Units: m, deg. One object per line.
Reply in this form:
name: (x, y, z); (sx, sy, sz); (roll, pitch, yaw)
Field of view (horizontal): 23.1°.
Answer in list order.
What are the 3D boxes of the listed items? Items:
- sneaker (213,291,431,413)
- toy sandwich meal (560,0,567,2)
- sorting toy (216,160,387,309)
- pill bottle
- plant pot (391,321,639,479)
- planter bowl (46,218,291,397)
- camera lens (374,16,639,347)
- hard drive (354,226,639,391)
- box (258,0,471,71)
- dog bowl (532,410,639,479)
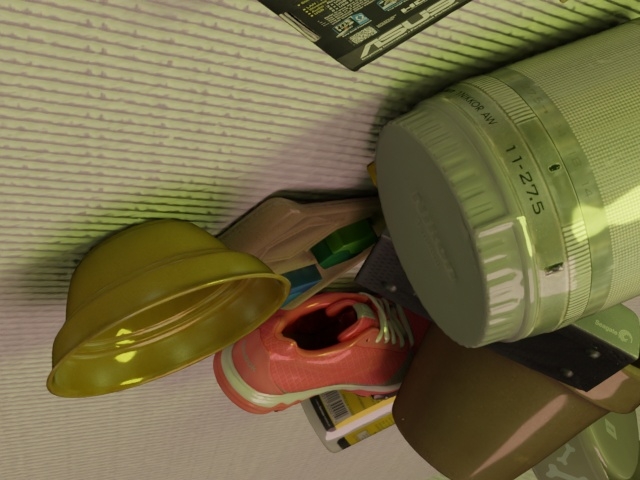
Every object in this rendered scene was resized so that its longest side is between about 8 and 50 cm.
sneaker: (0.041, 0.109, 1.726); (0.314, 0.116, 0.136); (-12, 158, -37)
toy sandwich meal: (0.204, -0.207, 1.148); (0.086, 0.029, 0.085); (-23, 163, -7)
sorting toy: (0.000, 0.000, 1.462); (0.307, 0.041, 0.229); (-36, 161, 31)
pill bottle: (0.081, 0.170, 1.960); (0.209, 0.119, 0.119); (-27, 163, 5)
plant pot: (0.205, 0.147, 1.710); (0.229, 0.263, 0.263); (-53, 155, 15)
planter bowl: (-0.141, 0.043, 1.305); (0.217, 0.090, 0.217); (-23, 164, -7)
camera lens: (0.210, -0.050, 1.302); (0.274, 0.219, 0.219); (-21, 163, -15)
hard drive: (0.165, 0.054, 1.465); (0.172, 0.255, 0.054); (115, 1, -71)
box: (0.113, -0.251, 0.774); (0.395, 0.097, 0.318); (-30, 165, 15)
dog bowl: (0.350, 0.210, 2.118); (0.102, 0.348, 0.349); (-18, 168, 25)
